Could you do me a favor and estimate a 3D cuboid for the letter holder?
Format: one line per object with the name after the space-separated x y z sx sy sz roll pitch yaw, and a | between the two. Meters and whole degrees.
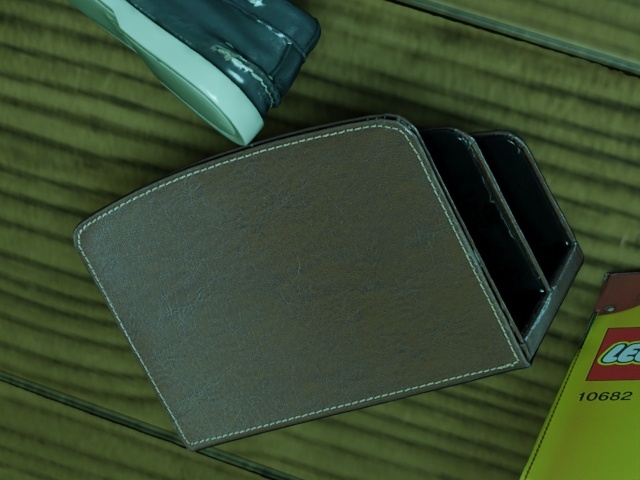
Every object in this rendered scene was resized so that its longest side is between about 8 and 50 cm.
0.000 0.000 1.454 0.302 0.152 0.214 -18 111 32 | letter holder

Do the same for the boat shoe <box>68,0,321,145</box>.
-0.134 -0.211 1.392 0.340 0.113 0.127 41 172 26 | boat shoe

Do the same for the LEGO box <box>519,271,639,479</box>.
0.391 0.178 1.255 0.500 0.372 0.193 -4 120 26 | LEGO box
